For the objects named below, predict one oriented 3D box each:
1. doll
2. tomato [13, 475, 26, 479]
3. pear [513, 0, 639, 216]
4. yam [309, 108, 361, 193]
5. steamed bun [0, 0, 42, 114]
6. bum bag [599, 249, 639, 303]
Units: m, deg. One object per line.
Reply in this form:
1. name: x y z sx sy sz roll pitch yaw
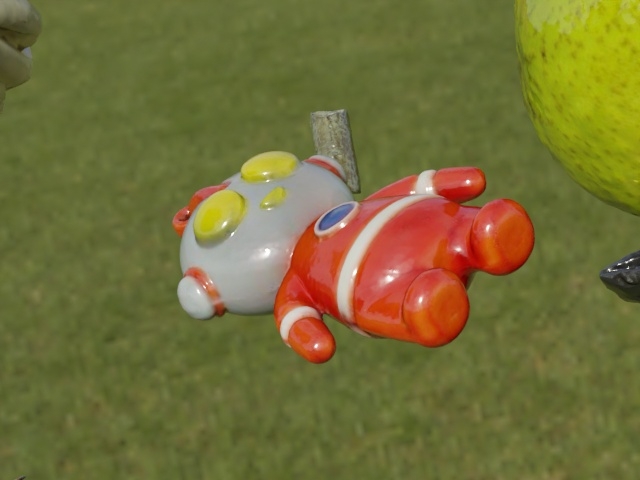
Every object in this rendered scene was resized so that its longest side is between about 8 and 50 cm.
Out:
1. doll: 0.000 0.000 1.432 0.336 0.105 0.200 11 49 50
2. tomato: -0.312 0.291 1.627 0.214 0.181 0.155 2 4 24
3. pear: 0.325 -0.190 1.573 0.391 0.391 0.391 -10 15 3
4. yam: 0.014 -0.084 1.925 0.043 0.094 0.043 -8 -19 -3
5. steamed bun: -0.336 -0.132 1.366 0.280 0.268 0.207 -13 53 2
6. bum bag: 0.382 0.025 1.637 0.137 0.074 0.310 10 -14 -42
